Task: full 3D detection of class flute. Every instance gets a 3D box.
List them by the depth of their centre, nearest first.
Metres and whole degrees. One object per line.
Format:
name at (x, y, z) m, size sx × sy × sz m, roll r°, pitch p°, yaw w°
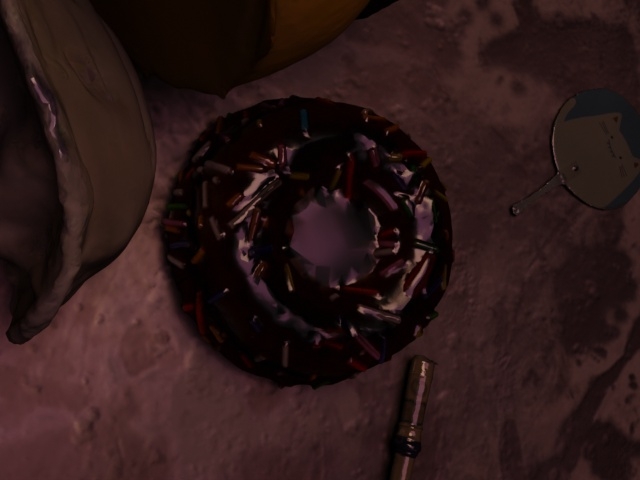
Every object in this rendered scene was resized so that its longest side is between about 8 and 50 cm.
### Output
flute at (0.061, 0.207, 0.776) m, size 0.027 × 0.027 × 0.233 m, roll 16°, pitch 81°, yaw -22°

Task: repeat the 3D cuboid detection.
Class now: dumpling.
dumpling at (-0.187, -0.082, 0.581) m, size 0.175 × 0.227 × 0.243 m, roll -38°, pitch 92°, yaw -17°

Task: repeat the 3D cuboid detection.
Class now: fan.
fan at (0.236, -0.069, 0.880) m, size 0.175 × 0.005 × 0.113 m, roll -33°, pitch 100°, yaw -22°

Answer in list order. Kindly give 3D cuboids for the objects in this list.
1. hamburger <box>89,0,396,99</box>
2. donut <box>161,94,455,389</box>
hamburger at (-0.047, -0.302, 0.588) m, size 0.277 × 0.396 × 0.395 m, roll -36°, pitch 101°, yaw -21°
donut at (0.000, 0.000, 0.730) m, size 0.235 × 0.089 × 0.235 m, roll 1°, pitch 88°, yaw -24°
